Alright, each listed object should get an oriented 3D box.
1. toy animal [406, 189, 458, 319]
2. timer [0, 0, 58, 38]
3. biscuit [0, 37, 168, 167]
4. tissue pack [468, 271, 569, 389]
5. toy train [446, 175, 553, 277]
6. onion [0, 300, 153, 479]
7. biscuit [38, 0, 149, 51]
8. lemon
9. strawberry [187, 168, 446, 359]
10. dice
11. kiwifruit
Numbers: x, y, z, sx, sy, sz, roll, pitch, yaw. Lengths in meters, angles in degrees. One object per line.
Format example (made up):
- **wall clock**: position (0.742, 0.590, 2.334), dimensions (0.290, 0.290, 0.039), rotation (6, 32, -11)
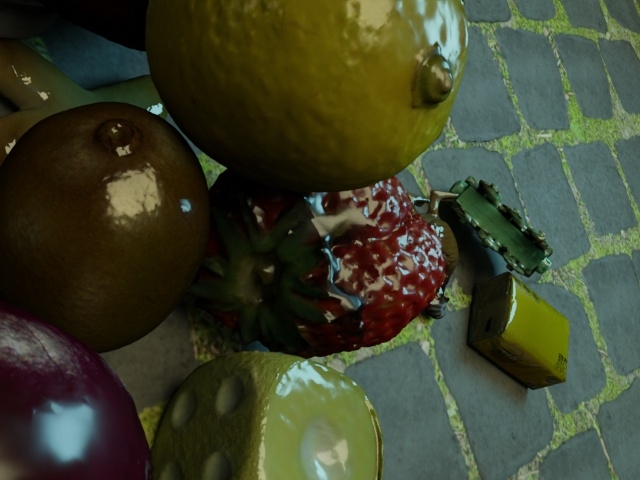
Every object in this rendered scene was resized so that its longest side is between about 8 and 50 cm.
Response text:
- **toy animal**: position (0.135, 0.017, 1.159), dimensions (0.188, 0.089, 0.179), rotation (13, 77, -47)
- **timer**: position (-0.349, -0.279, 0.772), dimensions (0.208, 0.069, 0.191), rotation (-13, 70, -50)
- **biscuit**: position (-0.243, -0.120, 0.849), dimensions (0.208, 0.047, 0.164), rotation (9, 68, -44)
- **tissue pack**: position (0.312, 0.142, 1.279), dimensions (0.169, 0.082, 0.120), rotation (36, 51, -30)
- **toy train**: position (0.277, -0.022, 1.288), dimensions (0.194, 0.081, 0.125), rotation (44, 4, 2)
- **onion**: position (-0.259, 0.164, 0.559), dimensions (0.337, 0.260, 0.282), rotation (12, 59, -42)
- **biscuit**: position (-0.260, -0.356, 0.822), dimensions (0.407, 0.091, 0.407), rotation (42, 26, -26)
- **lemon**: position (-0.016, -0.165, 0.702), dimensions (0.260, 0.284, 0.260), rotation (-7, 111, -20)
- **strawberry**: position (0.000, 0.000, 0.914), dimensions (0.250, 0.238, 0.288), rotation (63, 33, -11)
- **dice**: position (-0.052, 0.214, 0.807), dimensions (0.169, 0.169, 0.166), rotation (31, 54, -34)
- **kiwifruit**: position (-0.191, -0.012, 0.711), dimensions (0.196, 0.234, 0.196), rotation (16, 44, -16)
